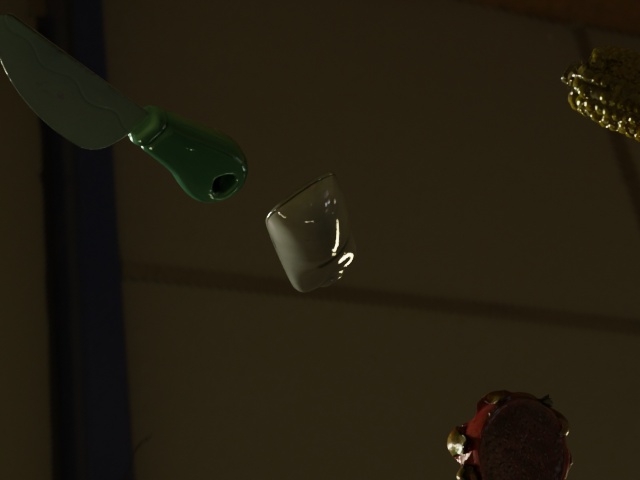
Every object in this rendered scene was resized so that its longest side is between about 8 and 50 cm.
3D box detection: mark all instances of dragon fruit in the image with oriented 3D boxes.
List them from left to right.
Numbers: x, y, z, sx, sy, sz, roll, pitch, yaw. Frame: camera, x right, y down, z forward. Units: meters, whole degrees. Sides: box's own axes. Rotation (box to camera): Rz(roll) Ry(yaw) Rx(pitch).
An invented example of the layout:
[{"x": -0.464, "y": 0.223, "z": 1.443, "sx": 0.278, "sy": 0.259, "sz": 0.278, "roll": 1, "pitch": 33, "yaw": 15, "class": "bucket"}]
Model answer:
[{"x": 0.161, "y": 0.188, "z": 1.266, "sx": 0.112, "sy": 0.068, "sz": 0.126, "roll": 47, "pitch": -121, "yaw": -21, "class": "dragon fruit"}]

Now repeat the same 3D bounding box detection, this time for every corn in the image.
[{"x": 0.411, "y": -0.125, "z": 1.559, "sx": 0.320, "sy": 0.097, "sz": 0.097, "roll": 27, "pitch": -134, "yaw": 18, "class": "corn"}]

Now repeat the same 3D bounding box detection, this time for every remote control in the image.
[{"x": 0.000, "y": 0.000, "z": 1.273, "sx": 0.073, "sy": 0.229, "sz": 0.044, "roll": -37, "pitch": -110, "yaw": -7, "class": "remote control"}]

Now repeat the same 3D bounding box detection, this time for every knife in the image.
[{"x": -0.151, "y": -0.090, "z": 1.059, "sx": 0.260, "sy": 0.063, "sz": 0.034, "roll": 29, "pitch": -156, "yaw": -44, "class": "knife"}]
